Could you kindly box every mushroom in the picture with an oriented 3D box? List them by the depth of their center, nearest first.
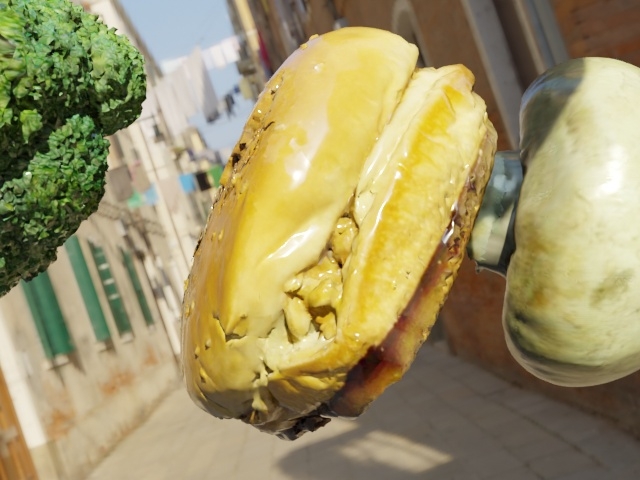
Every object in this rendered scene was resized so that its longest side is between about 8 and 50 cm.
[{"bbox_3d":[0.281,-0.017,1.080,0.260,0.353,0.352,3,4,14],"label":"mushroom"}]

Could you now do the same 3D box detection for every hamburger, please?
[{"bbox_3d":[0.000,0.001,0.756,0.174,0.284,0.304,22,-28,-6],"label":"hamburger"}]

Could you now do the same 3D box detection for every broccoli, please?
[{"bbox_3d":[-0.235,-0.078,0.577,0.269,0.270,0.270,-19,-9,-3],"label":"broccoli"}]
